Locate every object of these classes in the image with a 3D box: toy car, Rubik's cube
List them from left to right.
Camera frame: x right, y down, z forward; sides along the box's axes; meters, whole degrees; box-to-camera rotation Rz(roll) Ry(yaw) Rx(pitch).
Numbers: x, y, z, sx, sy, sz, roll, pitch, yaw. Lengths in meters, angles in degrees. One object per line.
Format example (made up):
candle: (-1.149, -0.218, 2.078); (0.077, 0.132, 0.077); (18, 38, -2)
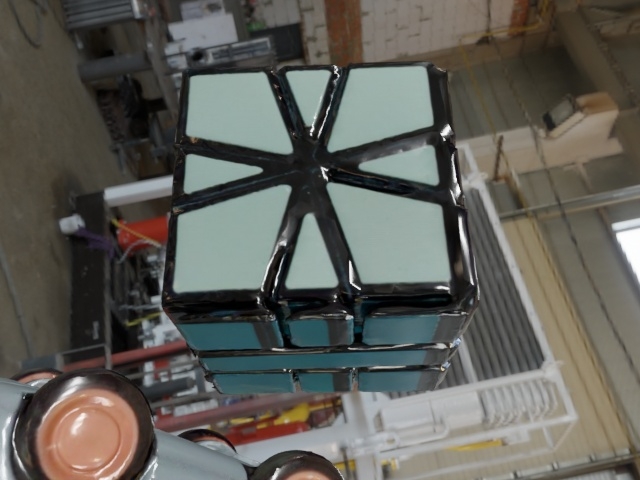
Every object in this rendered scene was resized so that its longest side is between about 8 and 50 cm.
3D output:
toy car: (-0.128, 0.198, 0.394); (0.180, 0.271, 0.212); (-17, -132, 58)
Rubik's cube: (0.000, 0.000, 0.752); (0.283, 0.289, 0.293); (88, 3, -65)
